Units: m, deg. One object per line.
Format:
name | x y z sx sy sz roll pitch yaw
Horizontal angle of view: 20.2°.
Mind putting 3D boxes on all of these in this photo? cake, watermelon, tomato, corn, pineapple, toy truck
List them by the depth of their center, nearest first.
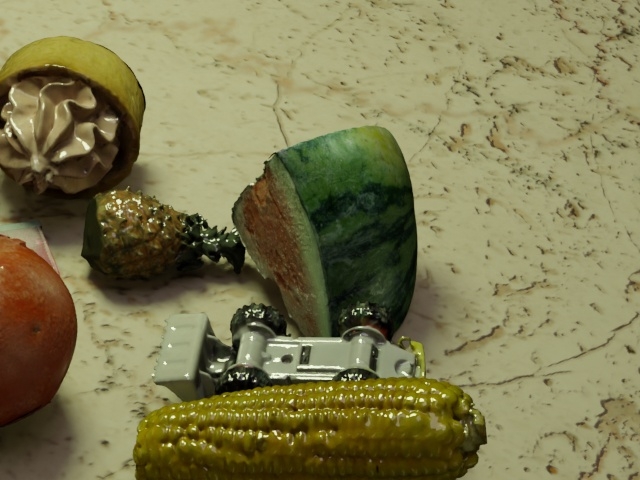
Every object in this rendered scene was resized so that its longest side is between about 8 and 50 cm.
corn | -0.013 0.201 1.795 0.363 0.120 0.120 -7 38 13
tomato | -0.354 0.099 1.855 0.208 0.184 0.208 -10 30 6
toy truck | -0.030 0.143 1.917 0.286 0.111 0.136 2 42 7
watermelon | 0.000 0.000 2.065 0.201 0.262 0.213 0 15 42
pineapple | -0.175 -0.004 2.089 0.197 0.108 0.108 5 39 -20
cake | -0.305 -0.122 2.139 0.185 0.208 0.178 -17 44 16

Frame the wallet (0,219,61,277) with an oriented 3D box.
wallet | -0.418 0.034 2.046 0.232 0.025 0.119 -8 42 -21
